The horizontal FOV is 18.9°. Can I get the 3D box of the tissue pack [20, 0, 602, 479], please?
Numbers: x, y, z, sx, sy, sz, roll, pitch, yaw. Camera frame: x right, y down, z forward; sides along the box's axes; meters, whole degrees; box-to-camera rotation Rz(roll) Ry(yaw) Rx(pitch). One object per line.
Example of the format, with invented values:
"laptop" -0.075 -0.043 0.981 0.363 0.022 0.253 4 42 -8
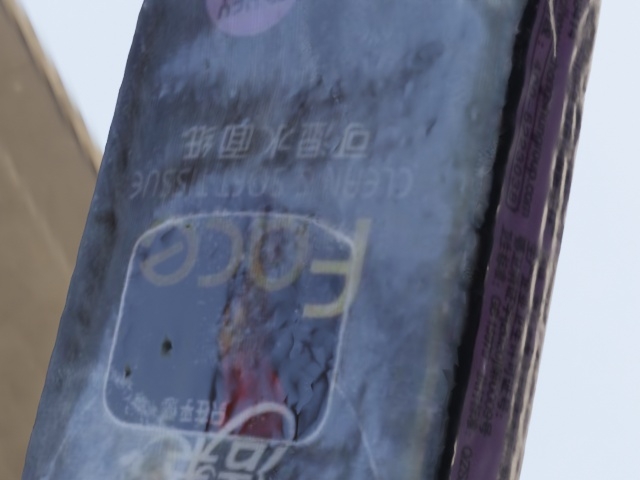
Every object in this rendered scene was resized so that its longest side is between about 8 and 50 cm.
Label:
"tissue pack" 0.000 0.000 0.974 0.122 0.259 0.361 29 -111 -48
